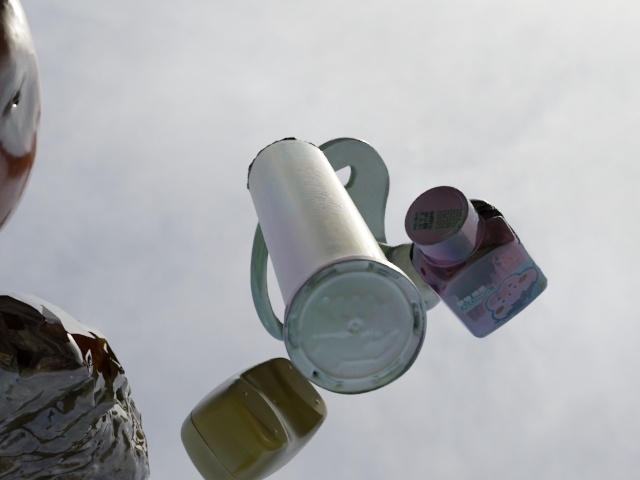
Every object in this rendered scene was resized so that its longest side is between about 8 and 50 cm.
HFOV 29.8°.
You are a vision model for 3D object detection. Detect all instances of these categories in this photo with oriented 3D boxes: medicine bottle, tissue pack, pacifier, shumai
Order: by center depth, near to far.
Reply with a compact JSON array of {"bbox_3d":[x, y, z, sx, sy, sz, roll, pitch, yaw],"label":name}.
[{"bbox_3d":[-0.262,0.110,0.868,0.346,0.283,0.217,0,-138,-32],"label":"shumai"},{"bbox_3d":[0.000,0.000,1.083,0.108,0.108,0.426,1,-162,-8],"label":"medicine bottle"},{"bbox_3d":[0.174,0.018,1.406,0.119,0.188,0.094,-39,-134,5],"label":"medicine bottle"},{"bbox_3d":[-0.085,0.223,1.441,0.123,0.127,0.178,52,-156,8],"label":"tissue pack"},{"bbox_3d":[0.053,0.035,1.675,0.269,0.343,0.288,14,-147,41],"label":"pacifier"}]

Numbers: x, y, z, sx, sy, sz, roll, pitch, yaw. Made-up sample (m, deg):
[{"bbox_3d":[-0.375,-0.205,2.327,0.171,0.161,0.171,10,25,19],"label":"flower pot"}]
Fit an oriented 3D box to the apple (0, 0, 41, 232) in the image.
[{"bbox_3d":[-0.272,-0.087,0.701,0.230,0.230,0.230,4,-131,-5],"label":"apple"}]
